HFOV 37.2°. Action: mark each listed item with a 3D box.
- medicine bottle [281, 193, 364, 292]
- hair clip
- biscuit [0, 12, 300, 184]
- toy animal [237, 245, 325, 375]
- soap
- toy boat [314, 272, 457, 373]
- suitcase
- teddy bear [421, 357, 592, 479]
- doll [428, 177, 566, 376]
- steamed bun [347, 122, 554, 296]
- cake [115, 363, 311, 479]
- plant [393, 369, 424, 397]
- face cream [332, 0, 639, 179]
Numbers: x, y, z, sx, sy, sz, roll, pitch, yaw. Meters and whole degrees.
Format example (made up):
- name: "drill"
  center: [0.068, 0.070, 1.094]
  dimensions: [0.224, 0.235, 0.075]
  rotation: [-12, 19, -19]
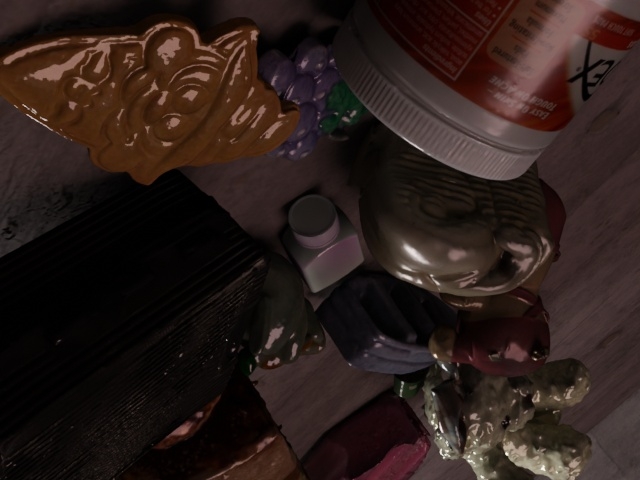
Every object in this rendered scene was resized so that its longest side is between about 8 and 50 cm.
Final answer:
- name: "medicine bottle"
  center: [0.000, 0.000, 1.032]
  dimensions: [0.074, 0.055, 0.118]
  rotation: [-32, 153, -6]
- name: "hair clip"
  center: [-0.014, -0.129, 0.840]
  dimensions: [0.195, 0.052, 0.124]
  rotation: [-14, 140, -48]
- name: "biscuit"
  center: [-0.123, -0.104, 0.708]
  dimensions: [0.250, 0.035, 0.162]
  rotation: [7, 129, -33]
- name: "toy animal"
  center: [-0.043, 0.086, 1.064]
  dimensions: [0.236, 0.108, 0.138]
  rotation: [20, 90, -63]
- name: "soap"
  center: [0.075, 0.384, 1.649]
  dimensions: [0.182, 0.112, 0.289]
  rotation: [0, 136, -49]
- name: "toy boat"
  center: [0.104, 0.109, 1.241]
  dimensions: [0.078, 0.127, 0.283]
  rotation: [-45, 153, 19]
- name: "suitcase"
  center: [-0.213, 0.105, 0.790]
  dimensions: [0.335, 0.152, 0.229]
  rotation: [-37, 160, -40]
- name: "teddy bear"
  center: [0.318, 0.260, 1.529]
  dimensions: [0.375, 0.327, 0.362]
  rotation: [7, 163, -6]
- name: "doll"
  center: [0.226, 0.040, 1.201]
  dimensions: [0.196, 0.152, 0.255]
  rotation: [141, -40, -90]
- name: "steamed bun"
  center: [0.123, -0.024, 0.988]
  dimensions: [0.211, 0.218, 0.144]
  rotation: [11, 133, -21]
- name: "cake"
  center: [-0.139, 0.228, 1.087]
  dimensions: [0.196, 0.198, 0.293]
  rotation: [-27, 150, -11]
- name: "plant"
  center: [0.143, 0.204, 1.520]
  dimensions: [0.051, 0.051, 0.102]
  rotation: [-18, 135, -30]
- name: "face cream"
  center: [0.139, -0.180, 0.753]
  dimensions: [0.201, 0.201, 0.187]
  rotation: [-3, 138, -46]
